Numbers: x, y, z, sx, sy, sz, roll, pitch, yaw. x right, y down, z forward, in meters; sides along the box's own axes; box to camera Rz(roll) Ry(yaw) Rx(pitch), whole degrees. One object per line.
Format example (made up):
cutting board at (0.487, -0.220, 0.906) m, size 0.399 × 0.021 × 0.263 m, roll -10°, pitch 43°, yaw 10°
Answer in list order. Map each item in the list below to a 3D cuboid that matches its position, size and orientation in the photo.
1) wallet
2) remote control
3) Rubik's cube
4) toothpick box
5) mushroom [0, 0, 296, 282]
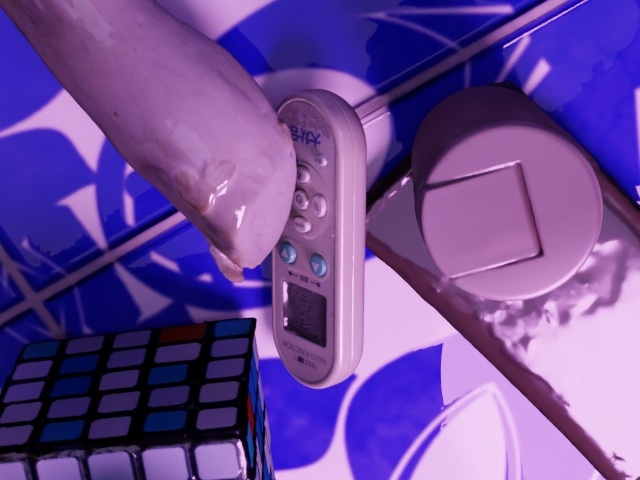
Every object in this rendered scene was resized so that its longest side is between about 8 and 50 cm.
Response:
wallet at (0.180, 0.036, 1.046) m, size 0.309 × 0.042 × 0.165 m, roll 44°, pitch 102°, yaw -11°
remote control at (0.000, 0.000, 1.014) m, size 0.042 × 0.078 × 0.221 m, roll -18°, pitch 116°, yaw -40°
Rubik's cube at (-0.126, 0.179, 1.012) m, size 0.187 × 0.184 × 0.182 m, roll -6°, pitch 112°, yaw 3°
toothpick box at (0.114, -0.036, 0.912) m, size 0.111 × 0.180 × 0.111 m, roll 0°, pitch 104°, yaw 2°
mushroom at (-0.134, -0.128, 0.947) m, size 0.351 × 0.097 × 0.109 m, roll 50°, pitch 142°, yaw -12°
